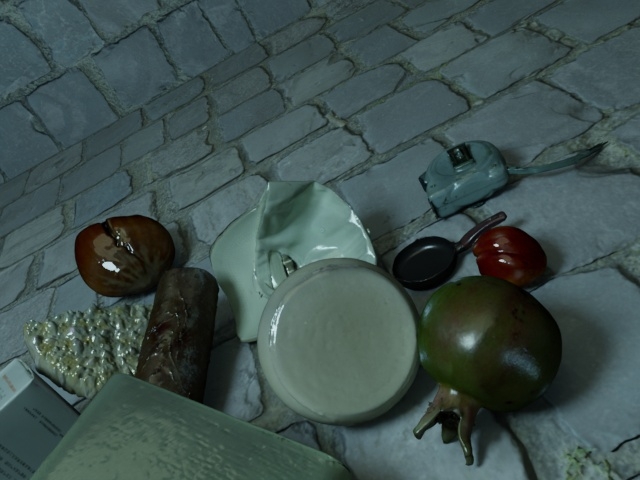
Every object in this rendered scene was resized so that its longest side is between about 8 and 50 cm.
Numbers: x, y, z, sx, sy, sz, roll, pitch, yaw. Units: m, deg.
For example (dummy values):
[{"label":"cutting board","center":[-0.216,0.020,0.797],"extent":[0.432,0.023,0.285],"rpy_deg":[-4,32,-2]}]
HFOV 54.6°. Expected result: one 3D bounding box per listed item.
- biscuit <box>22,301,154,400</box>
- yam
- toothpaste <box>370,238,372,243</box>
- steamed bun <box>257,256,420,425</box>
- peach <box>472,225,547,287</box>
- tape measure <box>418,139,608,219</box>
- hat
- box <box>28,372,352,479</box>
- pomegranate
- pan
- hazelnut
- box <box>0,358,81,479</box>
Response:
[{"label":"biscuit","center":[-0.363,0.201,1.093],"extent":[0.281,0.084,0.179],"rpy_deg":[-2,52,-34]},{"label":"yam","center":[-0.241,0.185,1.044],"extent":[0.131,0.131,0.280],"rpy_deg":[-17,46,19]},{"label":"toothpaste","center":[-0.013,-0.014,1.250],"extent":[0.297,0.048,0.075],"rpy_deg":[12,64,48]},{"label":"steamed bun","center":[0.026,0.141,0.888],"extent":[0.232,0.232,0.145],"rpy_deg":[-35,-3,-8]},{"label":"peach","center":[0.286,0.024,0.936],"extent":[0.100,0.101,0.101],"rpy_deg":[-20,35,14]},{"label":"tape measure","center":[0.342,-0.156,1.136],"extent":[0.330,0.084,0.164],"rpy_deg":[-25,38,9]},{"label":"hat","center":[-0.056,0.060,1.110],"extent":[0.301,0.168,0.258],"rpy_deg":[-34,67,34]},{"label":"box","center":[-0.178,0.363,0.669],"extent":[0.352,0.177,0.344],"rpy_deg":[17,48,15]},{"label":"pomegranate","center":[0.194,0.157,0.771],"extent":[0.181,0.181,0.224],"rpy_deg":[11,67,44]},{"label":"pan","center":[0.218,0.015,1.040],"extent":[0.212,0.040,0.115],"rpy_deg":[-29,32,13]},{"label":"hazelnut","center":[-0.434,0.029,1.384],"extent":[0.212,0.181,0.181],"rpy_deg":[-30,12,-18]},{"label":"box","center":[-0.524,0.368,0.985],"extent":[0.106,0.200,0.299],"rpy_deg":[16,54,46]}]
